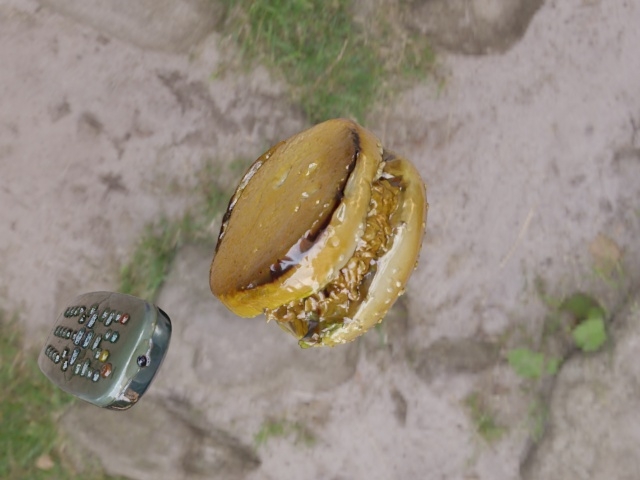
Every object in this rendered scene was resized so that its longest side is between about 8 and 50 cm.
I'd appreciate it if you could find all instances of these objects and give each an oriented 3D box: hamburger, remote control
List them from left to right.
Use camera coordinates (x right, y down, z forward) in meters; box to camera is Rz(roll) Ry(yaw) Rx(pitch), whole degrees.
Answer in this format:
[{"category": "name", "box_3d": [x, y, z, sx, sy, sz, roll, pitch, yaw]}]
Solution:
[{"category": "remote control", "box_3d": [-0.147, 0.070, 0.882, 0.042, 0.222, 0.072, 29, 79, -20]}, {"category": "hamburger", "box_3d": [-0.001, -0.005, 1.063, 0.118, 0.191, 0.181, 39, 76, -29]}]
